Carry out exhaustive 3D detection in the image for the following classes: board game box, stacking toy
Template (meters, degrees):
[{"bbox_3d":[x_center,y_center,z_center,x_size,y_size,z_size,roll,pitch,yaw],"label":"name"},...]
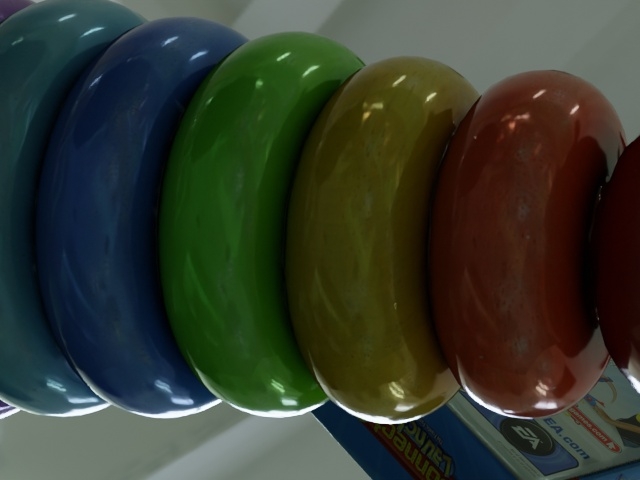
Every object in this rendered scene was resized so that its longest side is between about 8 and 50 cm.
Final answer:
[{"bbox_3d":[0.131,0.074,1.037,0.308,0.302,0.086,45,-54,37],"label":"board game box"},{"bbox_3d":[0.000,0.000,0.421,0.330,0.141,0.141,6,-73,24],"label":"stacking toy"}]
